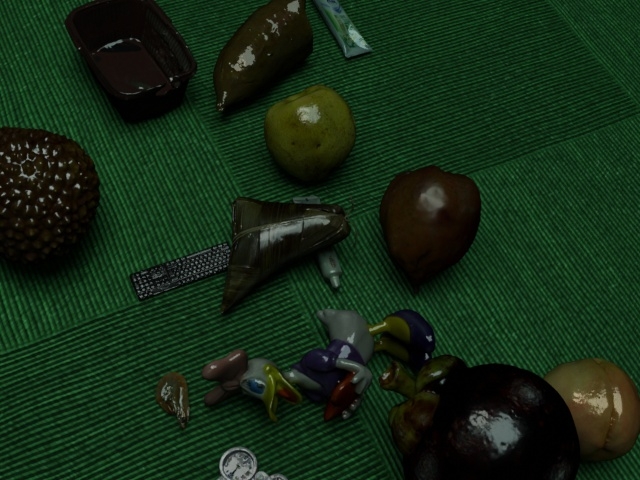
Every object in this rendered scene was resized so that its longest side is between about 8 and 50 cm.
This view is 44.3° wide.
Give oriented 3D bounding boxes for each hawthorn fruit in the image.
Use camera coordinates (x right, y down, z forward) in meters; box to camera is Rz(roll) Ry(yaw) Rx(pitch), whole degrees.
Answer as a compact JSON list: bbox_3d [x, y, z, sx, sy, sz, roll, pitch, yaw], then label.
[{"bbox_3d":[0.214,-0.017,1.554,0.208,0.208,0.248,10,82,-1],"label":"hawthorn fruit"}]

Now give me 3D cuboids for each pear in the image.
[{"bbox_3d":[-0.016,-0.221,1.648,0.197,0.197,0.197,3,58,-5],"label":"pear"}]

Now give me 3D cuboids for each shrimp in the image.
[{"bbox_3d":[-0.262,0.285,1.392,0.059,0.023,0.108,-9,60,-2],"label":"shrimp"}]

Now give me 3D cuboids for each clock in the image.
[{"bbox_3d":[-0.116,0.406,1.322,0.129,0.041,0.087,24,54,14],"label":"clock"}]

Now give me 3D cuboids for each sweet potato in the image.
[{"bbox_3d":[-0.135,-0.429,1.781,0.158,0.158,0.369,39,66,16],"label":"sweet potato"}]

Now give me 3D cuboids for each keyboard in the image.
[{"bbox_3d":[-0.266,0.058,1.536,0.204,0.013,0.061,-19,62,-18],"label":"keyboard"}]

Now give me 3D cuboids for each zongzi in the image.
[{"bbox_3d":[-0.060,0.035,1.512,0.247,0.111,0.241,2,67,10],"label":"zongzi"}]

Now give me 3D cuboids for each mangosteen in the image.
[{"bbox_3d":[0.264,0.326,1.285,0.296,0.297,0.313,-11,33,-14],"label":"mangosteen"}]

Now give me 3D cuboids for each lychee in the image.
[{"bbox_3d":[-0.539,-0.080,1.457,0.267,0.267,0.268,3,58,-5],"label":"lychee"}]

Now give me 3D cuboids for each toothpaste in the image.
[{"bbox_3d":[0.028,-0.567,1.951,0.074,0.048,0.297,-20,66,-22],"label":"toothpaste"},{"bbox_3d":[0.000,0.000,1.596,0.060,0.038,0.233,-9,57,-17],"label":"toothpaste"}]

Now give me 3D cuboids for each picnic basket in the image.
[{"bbox_3d":[-0.413,-0.398,1.735,0.222,0.129,0.297,-26,66,-23],"label":"picnic basket"}]

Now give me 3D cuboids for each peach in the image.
[{"bbox_3d":[0.477,0.302,1.390,0.184,0.184,0.184,3,58,-5],"label":"peach"}]

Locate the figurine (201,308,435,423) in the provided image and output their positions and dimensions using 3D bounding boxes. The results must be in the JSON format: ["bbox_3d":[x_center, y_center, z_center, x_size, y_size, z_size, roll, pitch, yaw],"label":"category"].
[{"bbox_3d":[0.003,0.214,1.394,0.420,0.154,0.193,-22,59,-21],"label":"figurine"}]
